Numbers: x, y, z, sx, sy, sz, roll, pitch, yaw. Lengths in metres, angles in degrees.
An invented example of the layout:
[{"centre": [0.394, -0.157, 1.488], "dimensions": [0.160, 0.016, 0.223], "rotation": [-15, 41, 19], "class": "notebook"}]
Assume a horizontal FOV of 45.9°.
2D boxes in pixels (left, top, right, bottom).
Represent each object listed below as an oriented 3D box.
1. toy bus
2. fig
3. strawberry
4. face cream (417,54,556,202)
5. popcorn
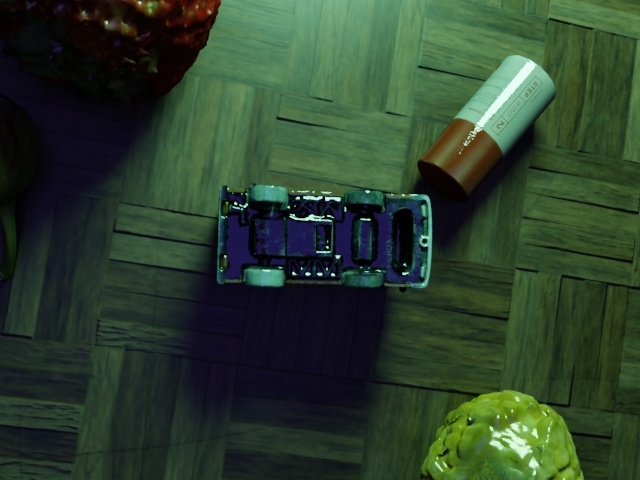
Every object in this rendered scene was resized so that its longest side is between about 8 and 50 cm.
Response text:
[{"centre": [0.000, 0.000, 1.023], "dimensions": [0.276, 0.167, 0.138], "rotation": [1, 87, -7], "class": "toy bus"}, {"centre": [-0.422, -0.062, 0.962], "dimensions": [0.149, 0.149, 0.245], "rotation": [-15, 104, -12], "class": "fig"}, {"centre": [-0.229, -0.346, 0.939], "dimensions": [0.267, 0.312, 0.351], "rotation": [40, 61, -28], "class": "strawberry"}, {"centre": [0.244, -0.163, 1.114], "dimensions": [0.096, 0.096, 0.214], "rotation": [42, 81, -7], "class": "face cream"}, {"centre": [0.250, 0.337, 1.042], "dimensions": [0.250, 0.190, 0.250], "rotation": [-10, 60, 17], "class": "popcorn"}]
